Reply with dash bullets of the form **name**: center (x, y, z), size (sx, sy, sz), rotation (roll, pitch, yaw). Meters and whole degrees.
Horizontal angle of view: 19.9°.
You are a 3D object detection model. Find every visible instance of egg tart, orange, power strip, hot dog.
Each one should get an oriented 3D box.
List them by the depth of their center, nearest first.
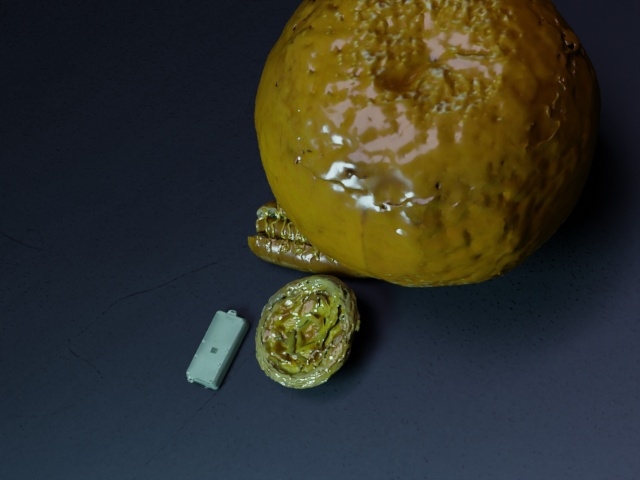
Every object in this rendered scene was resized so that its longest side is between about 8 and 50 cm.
- **orange**: center (0.104, -0.112, 1.800), size (0.340, 0.293, 0.341), rotation (-1, 66, 3)
- **egg tart**: center (-0.009, 0.097, 1.899), size (0.128, 0.049, 0.129), rotation (-14, 61, 26)
- **hot dog**: center (0.000, 0.000, 1.942), size (0.165, 0.045, 0.071), rotation (11, 70, 29)
- **power strip**: center (-0.110, 0.117, 1.955), size (0.040, 0.016, 0.090), rotation (18, 74, 32)
